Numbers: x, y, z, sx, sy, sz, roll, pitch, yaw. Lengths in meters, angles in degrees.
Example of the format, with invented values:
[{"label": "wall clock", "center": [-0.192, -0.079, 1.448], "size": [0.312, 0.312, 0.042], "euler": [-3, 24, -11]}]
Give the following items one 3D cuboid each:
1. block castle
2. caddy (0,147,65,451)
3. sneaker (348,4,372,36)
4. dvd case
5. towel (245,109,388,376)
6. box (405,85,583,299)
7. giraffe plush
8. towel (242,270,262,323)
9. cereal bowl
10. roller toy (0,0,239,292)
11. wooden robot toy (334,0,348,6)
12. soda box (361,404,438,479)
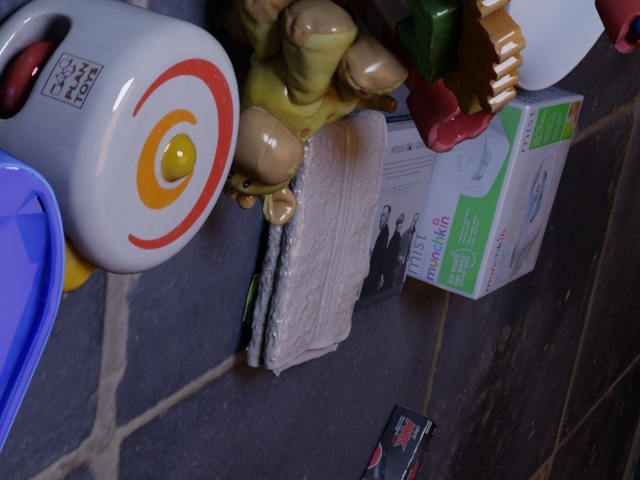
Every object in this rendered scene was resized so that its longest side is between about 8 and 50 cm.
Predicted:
[{"label": "block castle", "center": [0.190, -0.261, 1.112], "size": [0.303, 0.213, 0.453], "euler": [-28, 160, -8]}, {"label": "caddy", "center": [-0.302, 0.049, 0.760], "size": [0.241, 0.179, 0.341], "euler": [27, 84, -43]}, {"label": "sneaker", "center": [0.112, -0.346, 1.382], "size": [0.129, 0.111, 0.297], "euler": [40, 71, -58]}, {"label": "dvd case", "center": [0.078, -0.034, 1.630], "size": [0.179, 0.029, 0.239], "euler": [-15, 121, -60]}, {"label": "towel", "center": [0.000, 0.000, 1.457], "size": [0.187, 0.049, 0.282], "euler": [-16, 118, -61]}, {"label": "box", "center": [0.223, -0.080, 1.779], "size": [0.231, 0.126, 0.262], "euler": [-17, 124, -62]}, {"label": "giraffe plush", "center": [-0.041, -0.115, 1.191], "size": [0.170, 0.181, 0.210], "euler": [-54, 168, -8]}, {"label": "towel", "center": [-0.054, 0.056, 1.452], "size": [0.083, 0.009, 0.060], "euler": [-14, 122, -61]}, {"label": "cereal bowl", "center": [0.257, -0.356, 1.592], "size": [0.339, 0.141, 0.339], "euler": [-41, 149, -32]}, {"label": "roller toy", "center": [-0.155, -0.077, 0.987], "size": [0.209, 0.146, 0.191], "euler": [-33, 136, -51]}, {"label": "wooden robot toy", "center": [0.016, -0.243, 1.291], "size": [0.076, 0.079, 0.173], "euler": [-44, 144, -43]}, {"label": "soda box", "center": [0.104, 0.323, 1.911], "size": [0.169, 0.060, 0.053], "euler": [-64, 156, -14]}]
